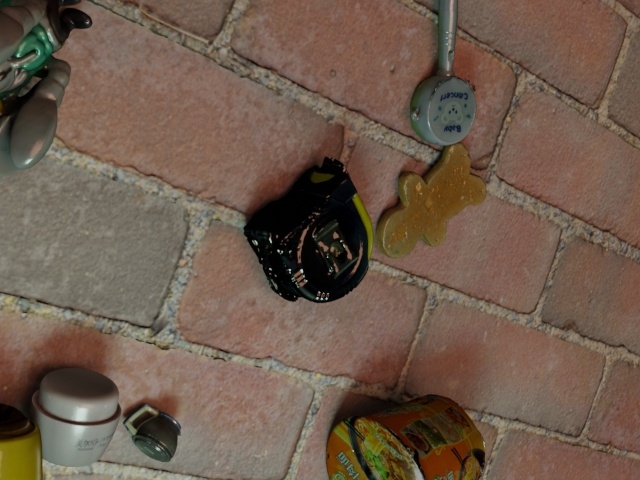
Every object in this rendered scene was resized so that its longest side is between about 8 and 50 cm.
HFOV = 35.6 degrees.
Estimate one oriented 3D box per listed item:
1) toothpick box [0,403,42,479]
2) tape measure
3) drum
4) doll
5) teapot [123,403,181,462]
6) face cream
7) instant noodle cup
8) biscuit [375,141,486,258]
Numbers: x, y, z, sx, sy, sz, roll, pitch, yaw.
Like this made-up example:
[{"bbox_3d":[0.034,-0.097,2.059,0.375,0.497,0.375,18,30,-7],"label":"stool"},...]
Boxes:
[{"bbox_3d":[-0.433,0.345,1.241,0.175,0.175,0.271,4,96,-37],"label":"toothpick box"},{"bbox_3d":[0.000,0.000,1.505,0.199,0.112,0.186,-41,125,-19],"label":"tape measure"},{"bbox_3d":[0.218,-0.279,1.625,0.130,0.049,0.253,10,96,-37],"label":"drum"},{"bbox_3d":[-0.371,-0.207,1.150,0.195,0.153,0.258,34,76,-51],"label":"doll"},{"bbox_3d":[-0.240,0.274,1.438,0.088,0.066,0.057,42,55,-13],"label":"teapot"},{"bbox_3d":[-0.326,0.233,1.323,0.117,0.117,0.104,5,108,-37],"label":"face cream"},{"bbox_3d":[0.151,0.368,1.653,0.182,0.230,0.230,-19,113,-41],"label":"instant noodle cup"},{"bbox_3d":[0.178,-0.060,1.666,0.234,0.030,0.153,-44,122,-19],"label":"biscuit"}]
